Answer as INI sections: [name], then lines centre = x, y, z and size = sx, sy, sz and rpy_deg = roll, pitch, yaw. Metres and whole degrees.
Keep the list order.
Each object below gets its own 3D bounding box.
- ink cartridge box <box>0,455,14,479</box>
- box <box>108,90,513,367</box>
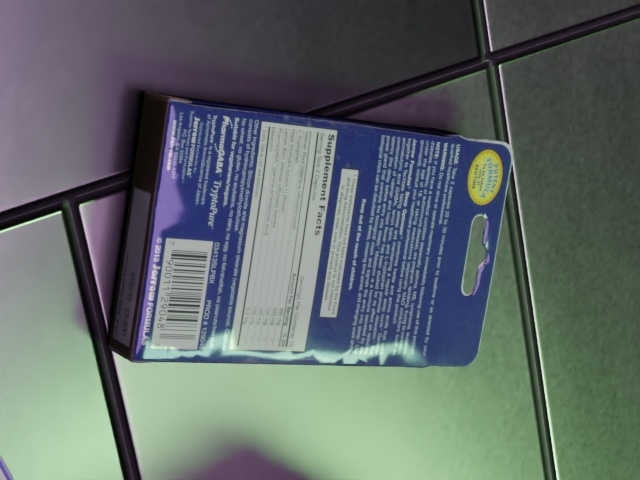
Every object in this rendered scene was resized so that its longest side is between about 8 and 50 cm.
[ink cartridge box]
centre = -0.214, 0.185, 0.724
size = 0.208, 0.045, 0.206
rpy_deg = -27, 84, -24
[box]
centre = 0.000, 0.000, 0.885
size = 0.225, 0.036, 0.136
rpy_deg = 5, 98, -33
